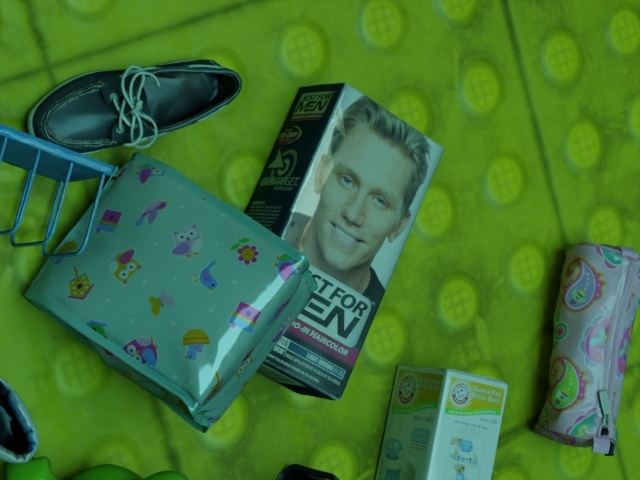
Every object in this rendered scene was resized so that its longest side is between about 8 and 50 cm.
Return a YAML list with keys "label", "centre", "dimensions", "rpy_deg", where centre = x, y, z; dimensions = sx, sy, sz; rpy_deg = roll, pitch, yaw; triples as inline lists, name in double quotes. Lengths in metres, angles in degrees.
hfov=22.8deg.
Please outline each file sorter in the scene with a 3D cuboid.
- label: "file sorter"
  centre: [-0.333, -0.055, 1.697]
  dimensions: [0.170, 0.118, 0.105]
  rpy_deg: [21, 75, -32]

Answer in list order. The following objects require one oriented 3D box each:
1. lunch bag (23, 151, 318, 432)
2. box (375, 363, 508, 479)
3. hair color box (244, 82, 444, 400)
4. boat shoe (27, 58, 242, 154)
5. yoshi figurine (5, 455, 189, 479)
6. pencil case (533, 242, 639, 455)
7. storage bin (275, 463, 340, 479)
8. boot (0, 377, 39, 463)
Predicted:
- label: "lunch bag"
  centre: [-0.171, 0.049, 1.767]
  dimensions: [0.262, 0.160, 0.223]
  rpy_deg: [33, 79, 15]
- label: "box"
  centre: [0.151, 0.267, 2.034]
  dimensions: [0.103, 0.114, 0.203]
  rpy_deg: [16, 83, -31]
- label: "hair color box"
  centre: [0.000, 0.000, 1.933]
  dimensions: [0.174, 0.105, 0.347]
  rpy_deg: [30, 75, -30]
- label: "boat shoe"
  centre: [-0.207, -0.152, 1.806]
  dimensions: [0.254, 0.079, 0.095]
  rpy_deg: [-13, 100, -32]
- label: "yoshi figurine"
  centre: [-0.311, 0.342, 1.724]
  dimensions: [0.362, 0.203, 0.204]
  rpy_deg: [-18, 135, -20]
- label: "pencil case"
  centre: [0.373, 0.146, 2.176]
  dimensions: [0.124, 0.124, 0.284]
  rpy_deg: [15, 83, -33]
- label: "storage bin"
  centre: [-0.028, 0.372, 1.915]
  dimensions: [0.084, 0.122, 0.180]
  rpy_deg: [44, 69, -26]
- label: "boot"
  centre: [-0.389, 0.129, 1.668]
  dimensions: [0.095, 0.123, 0.258]
  rpy_deg: [-47, 115, -23]
